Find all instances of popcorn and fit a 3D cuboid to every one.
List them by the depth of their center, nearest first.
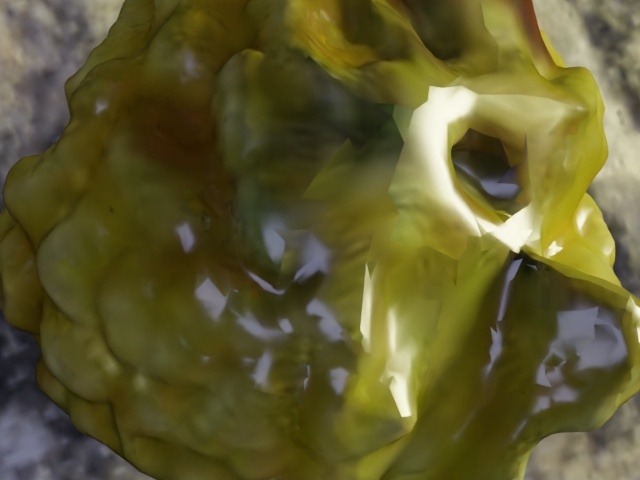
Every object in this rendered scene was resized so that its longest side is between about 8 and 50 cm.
[{"bbox_3d":[0.002,-0.002,0.641,0.189,0.169,0.218,38,53,-12],"label":"popcorn"}]
